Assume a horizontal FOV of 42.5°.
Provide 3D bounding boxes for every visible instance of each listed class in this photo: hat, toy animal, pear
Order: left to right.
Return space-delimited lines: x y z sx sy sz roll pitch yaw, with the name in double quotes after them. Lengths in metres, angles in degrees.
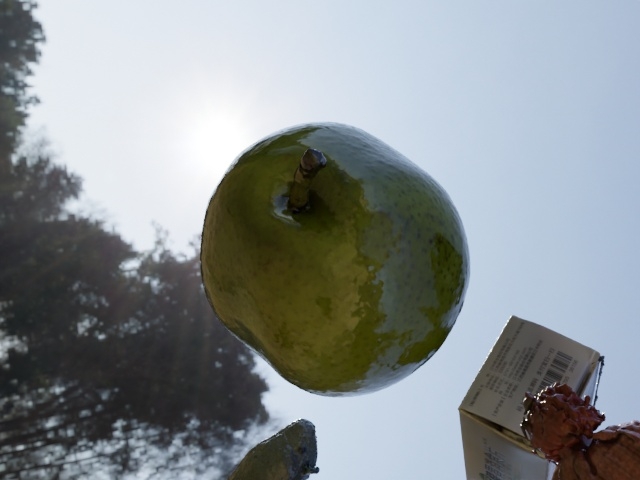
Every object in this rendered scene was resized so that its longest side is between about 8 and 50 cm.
-0.089 0.326 1.024 0.253 0.079 0.070 -52 -169 5 "toy animal"
0.000 0.000 0.509 0.180 0.166 0.216 55 -2 31 "pear"
0.293 0.255 0.767 0.286 0.107 0.237 57 -34 27 "hat"

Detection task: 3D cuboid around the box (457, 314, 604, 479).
0.314 0.275 1.236 0.145 0.173 0.333 23 -26 25 "box"
